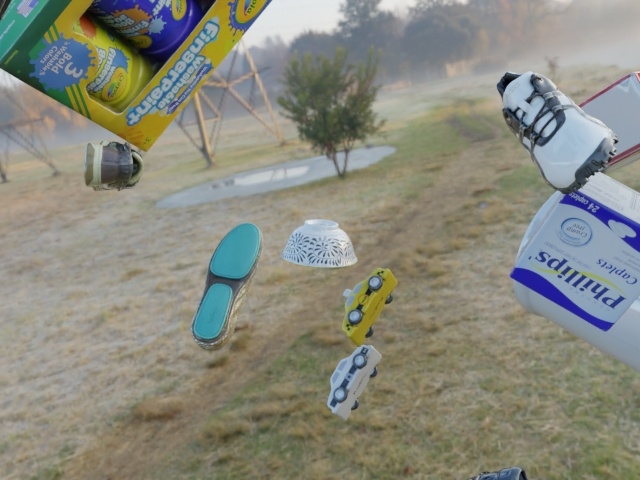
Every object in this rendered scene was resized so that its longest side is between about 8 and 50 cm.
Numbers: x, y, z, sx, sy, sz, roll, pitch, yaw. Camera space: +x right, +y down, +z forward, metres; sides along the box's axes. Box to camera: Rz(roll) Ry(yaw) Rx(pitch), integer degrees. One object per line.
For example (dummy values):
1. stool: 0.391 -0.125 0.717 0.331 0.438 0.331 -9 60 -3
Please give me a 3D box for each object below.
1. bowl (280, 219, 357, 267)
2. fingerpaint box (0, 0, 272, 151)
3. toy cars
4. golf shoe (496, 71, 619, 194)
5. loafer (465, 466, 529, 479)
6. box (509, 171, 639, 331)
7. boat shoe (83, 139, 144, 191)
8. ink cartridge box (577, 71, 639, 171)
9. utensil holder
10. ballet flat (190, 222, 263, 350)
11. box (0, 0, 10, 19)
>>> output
1. bowl: 0.000 0.000 1.491 0.170 0.080 0.170 4 14 -1
2. fingerpaint box: -0.314 -0.422 1.189 0.445 0.163 0.371 -48 -27 5
3. toy cars: 0.083 0.243 1.651 0.087 0.394 0.176 23 25 32
4. golf shoe: 0.218 -0.113 0.670 0.077 0.093 0.198 -51 16 20
5. loafer: 0.159 0.270 0.470 0.076 0.223 0.078 9 -40 -48
6. box: 0.301 0.009 0.750 0.126 0.137 0.072 31 40 11
7. boat shoe: -0.298 -0.106 1.008 0.073 0.080 0.223 8 4 -10
8. ink cartridge box: 0.526 -0.197 1.167 0.272 0.114 0.197 -19 -10 -42
9. utensil holder: 0.647 0.088 1.375 0.327 0.328 0.385 -19 34 -30
10. ballet flat: -0.137 0.069 1.002 0.073 0.067 0.206 17 59 9
11. box: -0.451 -0.307 0.650 0.307 0.077 0.242 31 -32 -28
